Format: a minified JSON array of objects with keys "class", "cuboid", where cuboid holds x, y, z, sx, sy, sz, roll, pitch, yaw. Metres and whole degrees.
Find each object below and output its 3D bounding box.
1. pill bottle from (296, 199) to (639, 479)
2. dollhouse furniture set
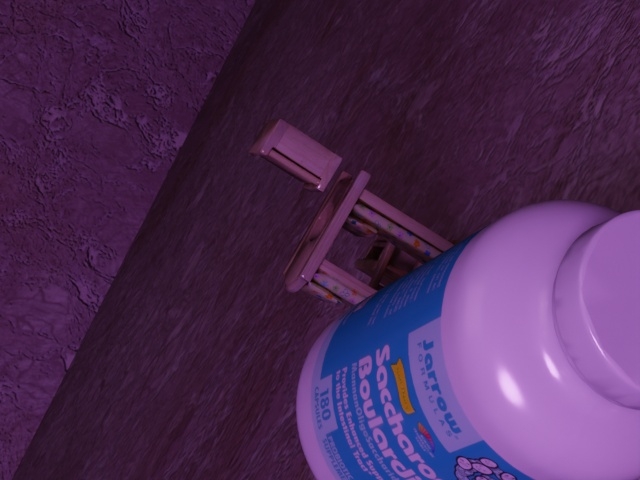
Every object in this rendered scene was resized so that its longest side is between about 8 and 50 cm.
[{"class":"pill bottle","cuboid":[0.101,0.067,0.917,0.264,0.146,0.146,-36,26,59]},{"class":"dollhouse furniture set","cuboid":[0.000,0.000,1.349,0.101,0.182,0.161,-60,14,-7]}]
